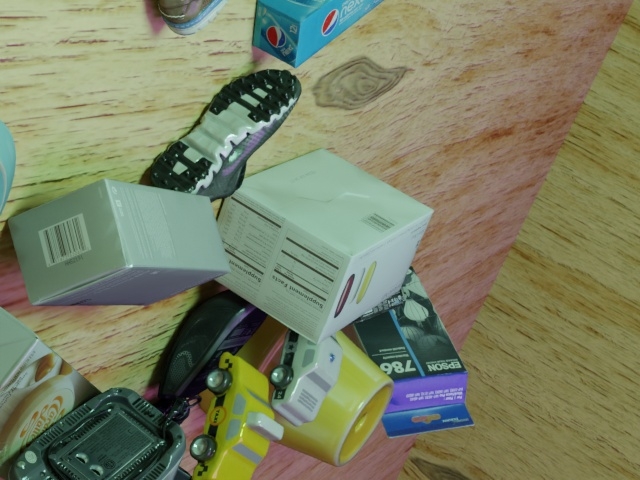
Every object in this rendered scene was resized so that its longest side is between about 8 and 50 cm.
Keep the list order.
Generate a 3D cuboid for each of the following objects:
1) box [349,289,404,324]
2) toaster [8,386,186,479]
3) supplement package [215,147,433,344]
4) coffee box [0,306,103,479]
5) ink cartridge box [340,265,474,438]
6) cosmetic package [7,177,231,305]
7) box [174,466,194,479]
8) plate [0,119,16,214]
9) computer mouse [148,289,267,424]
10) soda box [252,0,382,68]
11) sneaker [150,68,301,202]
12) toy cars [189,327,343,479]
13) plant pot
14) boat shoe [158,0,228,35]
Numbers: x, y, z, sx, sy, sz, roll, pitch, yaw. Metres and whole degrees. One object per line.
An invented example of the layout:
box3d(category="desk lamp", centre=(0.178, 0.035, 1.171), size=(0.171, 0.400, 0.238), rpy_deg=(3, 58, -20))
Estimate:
box3d(category="box", centre=(0.065, 0.035, 1.995), size=(0.045, 0.184, 0.190), rpy_deg=(-19, 178, 26))
box3d(category="toaster", centre=(-0.242, 0.266, 1.319), size=(0.227, 0.129, 0.146), rpy_deg=(-39, 158, -47))
box3d(category="supplement package", centre=(0.000, 0.000, 1.702), size=(0.262, 0.204, 0.145), rpy_deg=(-28, 145, -57))
box3d(category="coffee box", centre=(-0.331, 0.170, 1.294), size=(0.141, 0.098, 0.246), rpy_deg=(-54, 160, -13))
box3d(category="ink cartridge box", centre=(0.138, 0.183, 2.081), size=(0.165, 0.333, 0.065), rpy_deg=(-6, 135, -21))
box3d(category="cosmetic package", centre=(-0.206, 0.007, 1.290), size=(0.127, 0.107, 0.238), rpy_deg=(-22, 167, 20))
box3d(category="box", centre=(-0.301, 0.372, 1.546), size=(0.270, 0.143, 0.165), rpy_deg=(-54, 142, -11))
box3d(category="plate", centre=(-0.338, -0.029, 1.099), size=(0.188, 0.024, 0.188), rpy_deg=(-48, 158, -27))
box3d(category="computer mouse", centre=(-0.179, 0.158, 1.716), size=(0.272, 0.072, 0.188), rpy_deg=(-49, 164, 9))
box3d(category="soda box", centre=(0.008, -0.298, 1.489), size=(0.210, 0.067, 0.071), rpy_deg=(-44, 155, -38))
box3d(category="sneaker", centre=(-0.111, -0.114, 1.462), size=(0.234, 0.078, 0.106), rpy_deg=(-46, 160, -23))
box3d(category="toy cars", centre=(-0.052, 0.208, 1.680), size=(0.393, 0.087, 0.177), rpy_deg=(-39, 120, -55))
box3d(category="plant pot", centre=(-0.025, 0.231, 1.931), size=(0.254, 0.239, 0.254), rpy_deg=(-49, 159, -26))
box3d(category="boat shoe", centre=(-0.098, -0.293, 1.238), size=(0.183, 0.066, 0.066), rpy_deg=(-55, 159, -11))
